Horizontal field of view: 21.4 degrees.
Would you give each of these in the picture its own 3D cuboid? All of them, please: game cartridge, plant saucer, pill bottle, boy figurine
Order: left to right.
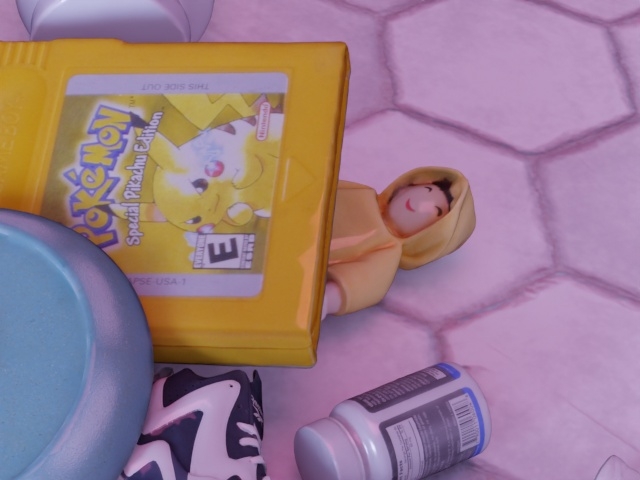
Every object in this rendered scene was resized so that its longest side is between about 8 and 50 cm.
[{"bbox_3d":[-0.279,0.100,1.221,0.318,0.043,0.317,-4,57,7],"label":"plant saucer"},{"bbox_3d":[-0.193,-0.277,1.615,0.188,0.188,0.334,4,43,-6],"label":"pill bottle"},{"bbox_3d":[-0.148,-0.038,1.336,0.324,0.052,0.285,2,59,8],"label":"game cartridge"},{"bbox_3d":[0.000,0.000,1.424,0.285,0.092,0.177,-6,42,-11],"label":"boy figurine"},{"bbox_3d":[0.054,0.148,1.280,0.137,0.078,0.078,-19,49,-27],"label":"pill bottle"}]

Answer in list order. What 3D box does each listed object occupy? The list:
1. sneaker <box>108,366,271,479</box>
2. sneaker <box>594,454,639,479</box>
[{"bbox_3d":[-0.052,0.163,1.232,0.235,0.094,0.153,17,51,24],"label":"sneaker"},{"bbox_3d":[0.210,0.220,1.248,0.061,0.053,0.152,30,46,17],"label":"sneaker"}]
